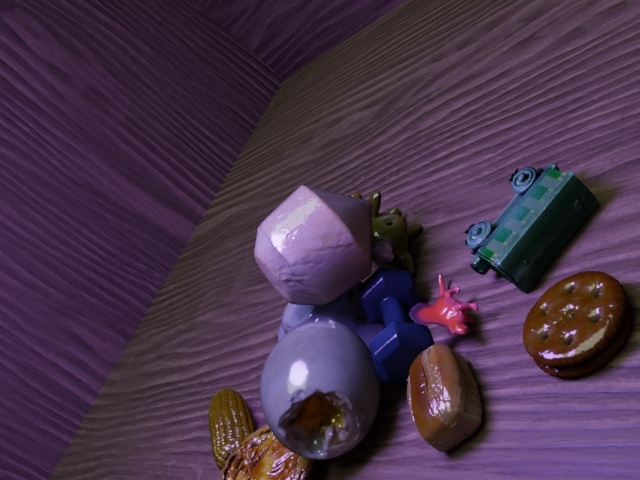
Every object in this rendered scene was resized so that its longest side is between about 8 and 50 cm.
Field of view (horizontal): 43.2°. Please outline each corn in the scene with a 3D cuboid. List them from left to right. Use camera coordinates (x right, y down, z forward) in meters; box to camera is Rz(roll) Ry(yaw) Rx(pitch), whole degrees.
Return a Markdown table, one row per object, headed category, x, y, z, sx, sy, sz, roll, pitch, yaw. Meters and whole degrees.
| category | x | y | z | sx | sy | sz | roll | pitch | yaw |
| --- | --- | --- | --- | --- | --- | --- | --- | --- | --- |
| corn | -0.247 | 0.522 | 2.248 | 0.131 | 0.131 | 0.344 | -49 | 22 | 4 |

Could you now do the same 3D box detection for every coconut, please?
| category | x | y | z | sx | sy | sz | roll | pitch | yaw |
| --- | --- | --- | --- | --- | --- | --- | --- | --- | --- |
| coconut | 0.000 | 0.000 | 2.027 | 0.329 | 0.329 | 0.328 | -41 | 25 | 23 |

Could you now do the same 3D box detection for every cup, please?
| category | x | y | z | sx | sy | sz | roll | pitch | yaw |
| --- | --- | --- | --- | --- | --- | --- | --- | --- | --- |
| cup | 0.010 | 0.215 | 2.191 | 0.347 | 0.163 | 0.347 | -40 | 25 | 23 |

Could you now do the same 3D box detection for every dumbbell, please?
| category | x | y | z | sx | sy | sz | roll | pitch | yaw |
| --- | --- | --- | --- | --- | --- | --- | --- | --- | --- |
| dumbbell | 0.182 | 0.199 | 1.917 | 0.324 | 0.160 | 0.144 | -98 | 20 | -62 |

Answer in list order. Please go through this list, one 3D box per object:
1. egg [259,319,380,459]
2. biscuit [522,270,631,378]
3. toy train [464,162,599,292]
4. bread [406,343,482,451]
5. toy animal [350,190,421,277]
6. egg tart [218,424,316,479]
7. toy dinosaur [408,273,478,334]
| category | x | y | z | sx | sy | sz | roll | pitch | yaw |
| --- | --- | --- | --- | --- | --- | --- | --- | --- | --- |
| egg | -0.002 | 0.330 | 1.885 | 0.278 | 0.278 | 0.336 | -43 | 23 | 19 |
| biscuit | 0.483 | 0.156 | 1.524 | 0.220 | 0.066 | 0.220 | -37 | 27 | 22 |
| toy train | 0.460 | -0.036 | 1.794 | 0.300 | 0.120 | 0.202 | -51 | 26 | 0 |
| bread | 0.248 | 0.314 | 1.667 | 0.140 | 0.106 | 0.236 | -44 | 23 | 22 |
| toy animal | 0.182 | -0.018 | 2.219 | 0.180 | 0.181 | 0.363 | -60 | 22 | 0 |
| egg tart | -0.111 | 0.558 | 1.960 | 0.297 | 0.132 | 0.297 | -27 | 28 | 15 |
| toy dinosaur | 0.262 | 0.153 | 1.849 | 0.139 | 0.070 | 0.286 | -14 | 21 | -6 |
